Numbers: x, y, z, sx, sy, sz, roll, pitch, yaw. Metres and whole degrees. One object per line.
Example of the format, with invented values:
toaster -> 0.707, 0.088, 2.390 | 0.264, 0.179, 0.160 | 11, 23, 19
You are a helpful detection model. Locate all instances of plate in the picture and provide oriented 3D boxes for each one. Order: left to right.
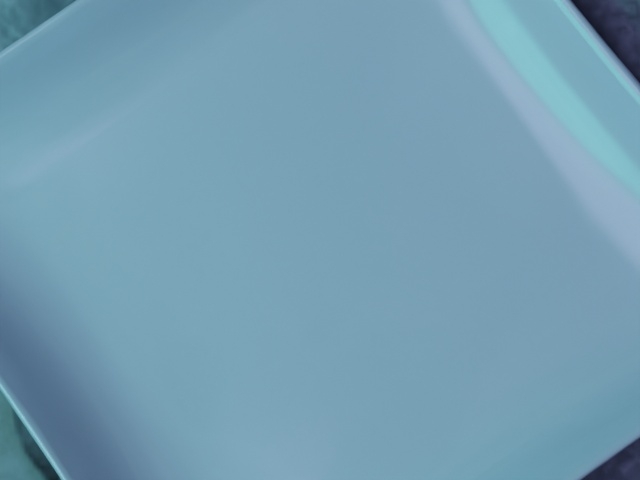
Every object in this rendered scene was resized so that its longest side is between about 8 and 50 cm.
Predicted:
plate -> 0.000, 0.000, 0.630 | 0.278, 0.045, 0.277 | -36, 78, -3

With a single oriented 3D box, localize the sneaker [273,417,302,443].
sneaker -> -0.027, 0.067, 0.688 | 0.170, 0.068, 0.071 | 29, 141, 9
